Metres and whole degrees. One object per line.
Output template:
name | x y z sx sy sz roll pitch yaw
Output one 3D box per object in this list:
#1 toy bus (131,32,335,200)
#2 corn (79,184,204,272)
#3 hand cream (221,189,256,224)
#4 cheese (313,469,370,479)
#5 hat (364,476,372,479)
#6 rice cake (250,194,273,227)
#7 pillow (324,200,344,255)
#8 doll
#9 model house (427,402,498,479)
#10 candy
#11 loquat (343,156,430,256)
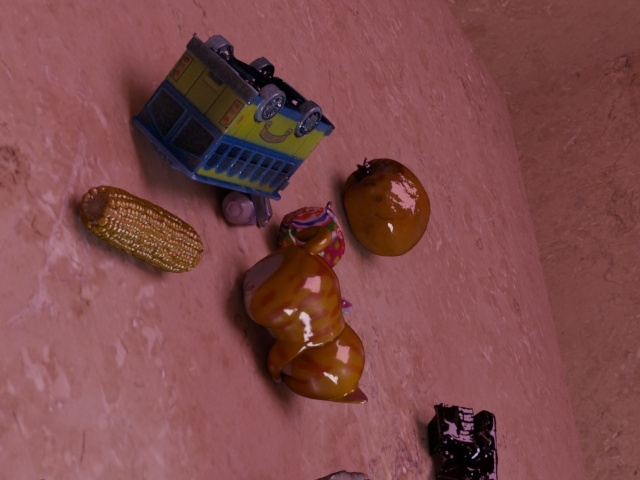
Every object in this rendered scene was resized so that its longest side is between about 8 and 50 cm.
toy bus | -0.124 -0.182 1.767 0.152 0.190 0.312 43 13 20
corn | -0.234 -0.013 1.533 0.238 0.080 0.080 36 40 -59
hand cream | -0.129 -0.059 1.887 0.142 0.053 0.084 -45 118 -78
cheese | 0.013 0.485 1.612 0.332 0.153 0.292 15 58 -64
hat | 0.069 0.487 1.896 0.173 0.144 0.166 23 31 1
rice cake | -0.113 -0.123 1.992 0.033 0.033 0.207 26 48 -61
pillow | 0.000 0.000 2.158 0.185 0.043 0.118 -33 109 -65
doll | -0.026 0.134 1.820 0.166 0.162 0.269 -97 171 -68
model house | 0.300 0.443 2.384 0.164 0.141 0.203 54 27 -61
candy | 0.013 0.115 2.042 0.124 0.124 0.365 -51 128 -66
loquat | 0.138 -0.073 2.396 0.187 0.176 0.234 -103 169 -67
